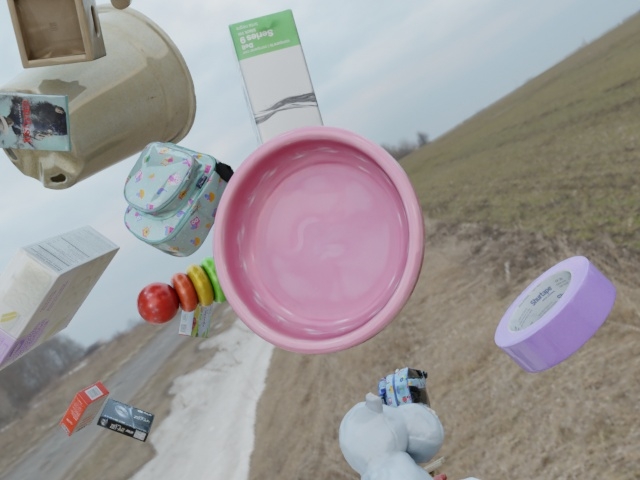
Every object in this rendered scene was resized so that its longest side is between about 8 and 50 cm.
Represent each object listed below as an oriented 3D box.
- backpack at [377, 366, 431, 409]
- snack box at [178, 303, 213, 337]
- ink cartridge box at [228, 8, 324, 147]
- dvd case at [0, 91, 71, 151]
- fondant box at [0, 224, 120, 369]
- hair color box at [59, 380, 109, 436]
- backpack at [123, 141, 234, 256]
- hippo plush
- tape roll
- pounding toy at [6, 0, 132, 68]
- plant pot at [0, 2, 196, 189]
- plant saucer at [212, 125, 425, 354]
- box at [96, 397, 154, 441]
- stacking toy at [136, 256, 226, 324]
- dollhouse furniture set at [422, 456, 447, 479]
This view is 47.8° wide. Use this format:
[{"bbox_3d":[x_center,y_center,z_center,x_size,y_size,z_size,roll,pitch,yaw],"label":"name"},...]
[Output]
[{"bbox_3d":[0.199,0.381,1.713,0.116,0.158,0.173,-15,-19,15],"label":"backpack"},{"bbox_3d":[-0.305,0.169,1.794,0.037,0.141,0.100,5,-8,17],"label":"snack box"},{"bbox_3d":[-0.074,-0.249,1.347,0.121,0.289,0.211,-16,0,-5],"label":"ink cartridge box"},{"bbox_3d":[-0.442,-0.181,1.099,0.119,0.087,0.013,4,20,3],"label":"dvd case"},{"bbox_3d":[-0.560,0.107,1.468,0.238,0.096,0.330,-54,1,9],"label":"fondant box"},{"bbox_3d":[-0.573,0.408,1.752,0.072,0.043,0.141,-25,-24,-55],"label":"hair color box"},{"bbox_3d":[-0.259,-0.072,1.273,0.144,0.165,0.188,27,-95,-55],"label":"backpack"},{"bbox_3d":[0.104,0.381,1.129,0.294,0.237,0.234,0,-45,-23],"label":"hippo plush"},{"bbox_3d":[0.518,0.163,1.608,0.275,0.090,0.275,-46,3,4],"label":"tape roll"},{"bbox_3d":[-0.422,-0.406,1.254,0.206,0.181,0.094,-6,20,2],"label":"pounding toy"},{"bbox_3d":[-0.477,-0.271,1.468,0.333,0.334,0.305,-29,14,43],"label":"plant pot"},{"bbox_3d":[0.000,0.000,1.076,0.332,0.332,0.084,-31,-14,19],"label":"plant saucer"},{"bbox_3d":[-0.318,0.294,1.184,0.067,0.083,0.018,-106,40,-77],"label":"box"},{"bbox_3d":[-0.239,0.084,1.560,0.330,0.141,0.141,-21,-2,-21],"label":"stacking toy"},{"bbox_3d":[0.325,0.737,1.741,0.152,0.374,0.201,-34,-15,8],"label":"dollhouse furniture set"}]
